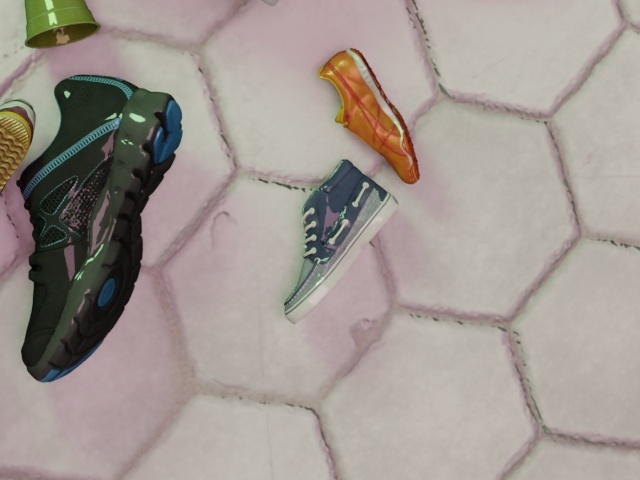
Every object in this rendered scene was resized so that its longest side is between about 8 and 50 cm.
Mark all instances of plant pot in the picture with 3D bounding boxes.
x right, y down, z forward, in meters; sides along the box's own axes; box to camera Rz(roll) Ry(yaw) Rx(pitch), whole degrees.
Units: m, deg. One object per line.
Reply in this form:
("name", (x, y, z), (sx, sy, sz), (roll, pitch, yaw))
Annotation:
("plant pot", (-0.286, -0.257, 1.516), (0.083, 0.083, 0.079), (-14, 87, -12))

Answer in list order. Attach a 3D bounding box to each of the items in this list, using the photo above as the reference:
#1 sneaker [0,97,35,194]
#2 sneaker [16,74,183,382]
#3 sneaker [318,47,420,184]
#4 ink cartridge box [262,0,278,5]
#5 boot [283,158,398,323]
("sneaker", (-0.365, -0.073, 1.518), (0.069, 0.084, 0.185), (39, 111, -15))
("sneaker", (-0.265, -0.015, 1.537), (0.140, 0.125, 0.340), (21, 92, 11))
("sneaker", (0.058, -0.137, 1.627), (0.067, 0.064, 0.175), (-31, 97, 11))
("ink cartridge box", (-0.139, -0.468, 1.450), (0.385, 0.091, 0.308), (27, 100, -25))
("boot", (0.000, 0.000, 1.619), (0.086, 0.069, 0.190), (41, 77, -7))
